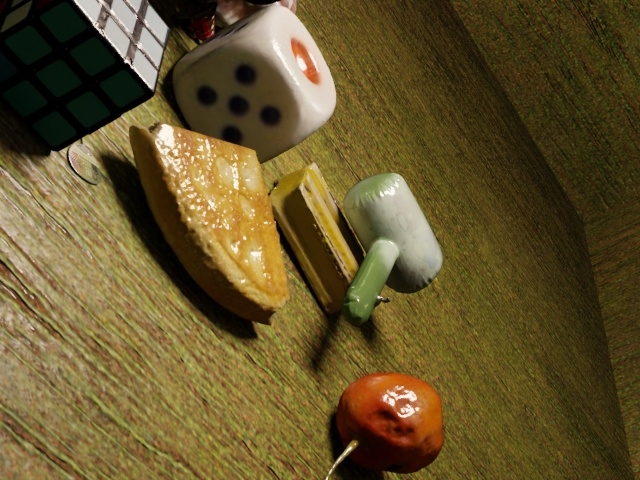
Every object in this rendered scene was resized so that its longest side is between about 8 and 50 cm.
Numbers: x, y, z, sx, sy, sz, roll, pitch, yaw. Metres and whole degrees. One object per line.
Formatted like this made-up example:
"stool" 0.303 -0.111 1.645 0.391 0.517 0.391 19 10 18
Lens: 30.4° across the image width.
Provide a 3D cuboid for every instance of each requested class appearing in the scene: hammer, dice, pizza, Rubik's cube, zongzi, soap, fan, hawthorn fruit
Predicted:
"hammer" 0.095 0.035 1.885 0.206 0.118 0.335 59 27 -16
"dice" -0.099 -0.234 1.798 0.194 0.191 0.193 56 24 -17
"pizza" -0.152 -0.017 1.581 0.268 0.087 0.258 15 57 -62
"Rubik's cube" -0.292 -0.232 1.381 0.160 0.162 0.163 50 27 -33
"zongzi" -0.205 -0.356 1.891 0.083 0.073 0.067 113 -36 -63
"soap" 0.002 0.000 1.935 0.233 0.076 0.135 60 21 -15
"fan" -0.289 -0.100 1.460 0.060 0.003 0.080 54 23 -26
"hawthorn fruit" 0.063 0.292 1.727 0.285 0.165 0.165 -21 86 -45

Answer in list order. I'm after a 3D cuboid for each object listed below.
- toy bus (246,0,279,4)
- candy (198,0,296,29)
"toy bus" -0.151 -0.542 1.760 0.386 0.171 0.162 46 71 -21
"candy" -0.134 -0.457 2.013 0.214 0.157 0.290 56 16 -37
